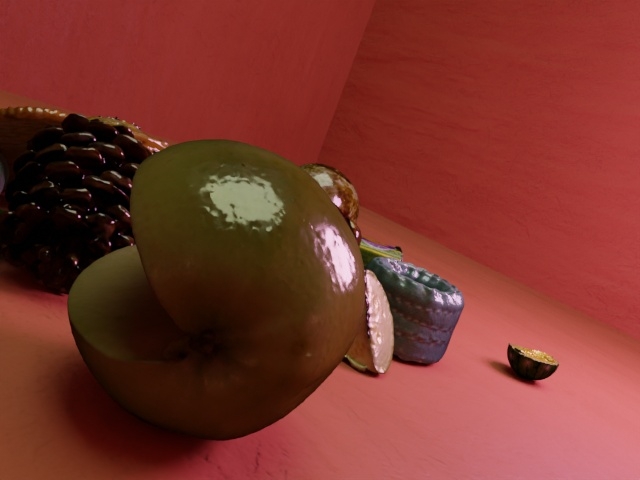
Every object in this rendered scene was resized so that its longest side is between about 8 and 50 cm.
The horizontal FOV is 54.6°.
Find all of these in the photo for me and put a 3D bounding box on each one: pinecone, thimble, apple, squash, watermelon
[{"bbox_3d":[-0.326,-0.045,0.871,0.224,0.224,0.272,17,42,-23],"label":"pinecone"},{"bbox_3d":[0.153,0.122,1.164,0.198,0.143,0.235,18,8,-20],"label":"thimble"},{"bbox_3d":[-0.101,0.048,0.613,0.292,0.292,0.254,19,20,-9],"label":"apple"},{"bbox_3d":[-0.006,0.148,1.049,0.252,0.169,0.093,-13,-14,31],"label":"squash"},{"bbox_3d":[0.427,0.251,1.262,0.105,0.062,0.105,16,3,-1],"label":"watermelon"}]

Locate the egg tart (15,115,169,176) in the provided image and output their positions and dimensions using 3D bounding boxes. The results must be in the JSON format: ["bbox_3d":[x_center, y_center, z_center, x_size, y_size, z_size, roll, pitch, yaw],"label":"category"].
[{"bbox_3d":[-0.372,-0.122,1.086,0.288,0.288,0.118,13,50,-38],"label":"egg tart"}]

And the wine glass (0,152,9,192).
[{"bbox_3d":[-0.538,-0.096,0.946,0.103,0.103,0.231,16,4,-26],"label":"wine glass"}]

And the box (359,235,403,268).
[{"bbox_3d":[0.000,0.000,1.351,0.345,0.097,0.134,19,7,-7],"label":"box"}]

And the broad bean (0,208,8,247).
[{"bbox_3d":[-0.476,-0.014,0.890,0.069,0.039,0.227,-21,23,-21],"label":"broad bean"}]

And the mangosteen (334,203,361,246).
[{"bbox_3d":[-0.022,0.001,1.186,0.215,0.215,0.257,26,29,30],"label":"mangosteen"}]

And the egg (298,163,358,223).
[{"bbox_3d":[-0.005,-0.092,1.746,0.238,0.238,0.289,26,1,27],"label":"egg"}]

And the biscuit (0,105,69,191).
[{"bbox_3d":[-0.517,-0.156,1.124,0.254,0.254,0.035,13,53,-39],"label":"biscuit"}]
